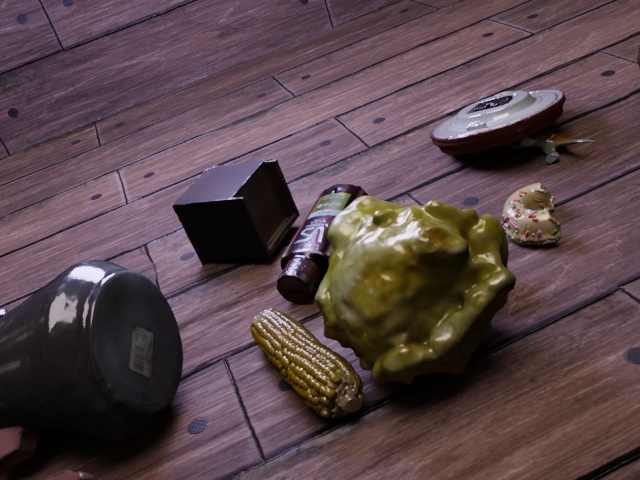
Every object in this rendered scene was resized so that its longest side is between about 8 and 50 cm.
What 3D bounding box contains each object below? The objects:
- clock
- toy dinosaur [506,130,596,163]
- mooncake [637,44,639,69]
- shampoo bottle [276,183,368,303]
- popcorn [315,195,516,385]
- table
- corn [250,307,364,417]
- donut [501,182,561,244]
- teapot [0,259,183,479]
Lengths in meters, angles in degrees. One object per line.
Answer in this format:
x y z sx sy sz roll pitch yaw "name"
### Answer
0.408 -0.291 1.739 0.318 0.080 0.318 -21 16 6 "clock"
0.512 -0.222 1.681 0.212 0.057 0.142 7 26 23 "toy dinosaur"
0.848 -0.361 1.577 0.323 0.187 0.324 -16 29 9 "mooncake"
0.000 0.000 1.558 0.129 0.084 0.323 -4 34 28 "shampoo bottle"
0.156 0.072 1.178 0.312 0.312 0.312 -14 31 8 "popcorn"
-0.181 -0.060 1.668 0.193 0.173 0.169 -4 34 31 "table"
-0.031 0.198 1.255 0.097 0.097 0.320 -29 30 -17 "corn"
0.400 -0.052 1.439 0.108 0.065 0.166 -9 32 17 "donut"
-0.450 0.241 1.268 0.361 0.305 0.376 -16 59 21 "teapot"
